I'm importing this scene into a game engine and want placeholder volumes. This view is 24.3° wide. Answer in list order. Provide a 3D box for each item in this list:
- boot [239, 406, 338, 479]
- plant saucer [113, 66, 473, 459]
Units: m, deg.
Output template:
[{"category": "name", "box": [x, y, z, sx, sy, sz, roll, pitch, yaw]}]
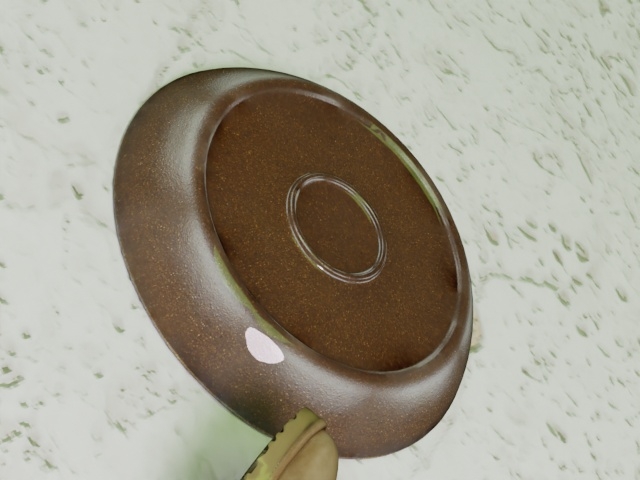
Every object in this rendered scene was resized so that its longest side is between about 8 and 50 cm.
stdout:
[{"category": "boot", "box": [0.036, 0.254, 0.830, 0.269, 0.089, 0.236, 34, 55, 2]}, {"category": "plant saucer", "box": [0.000, 0.000, 1.047, 0.310, 0.050, 0.310, 24, 48, -29]}]
